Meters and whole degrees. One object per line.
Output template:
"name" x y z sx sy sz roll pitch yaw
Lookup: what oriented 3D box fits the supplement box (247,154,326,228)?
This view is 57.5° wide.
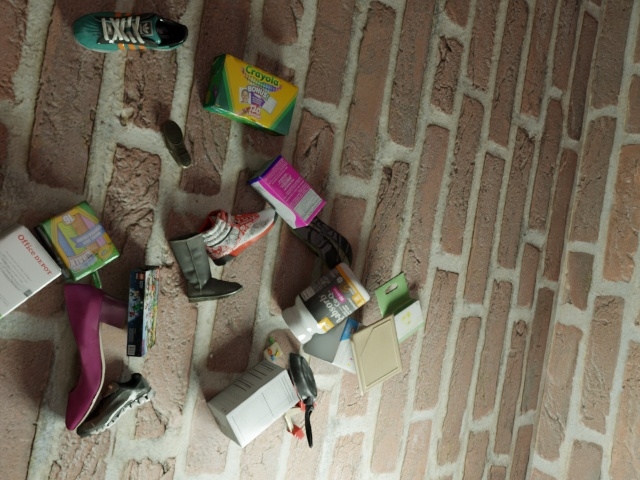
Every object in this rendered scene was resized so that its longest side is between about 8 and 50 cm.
"supplement box" -0.108 -0.154 1.885 0.220 0.111 0.114 47 67 -17

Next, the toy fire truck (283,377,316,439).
"toy fire truck" -0.087 0.589 2.050 0.135 0.047 0.192 -44 119 -26

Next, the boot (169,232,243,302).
"boot" -0.341 0.076 1.752 0.189 0.076 0.209 -9 99 -2

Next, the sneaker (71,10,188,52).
"sneaker" -0.499 -0.565 1.564 0.302 0.121 0.108 -13 103 -36

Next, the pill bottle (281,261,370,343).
"pill bottle" 0.015 0.213 1.969 0.278 0.162 0.162 -37 119 0

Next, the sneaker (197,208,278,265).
"sneaker" -0.258 -0.055 1.823 0.270 0.090 0.145 -42 120 -24

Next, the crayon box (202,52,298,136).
"crayon box" -0.213 -0.447 1.821 0.278 0.081 0.166 15 86 -37

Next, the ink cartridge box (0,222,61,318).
"ink cartridge box" -0.783 0.082 1.433 0.219 0.092 0.160 -42 118 -27

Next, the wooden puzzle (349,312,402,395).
"wooden puzzle" 0.192 0.391 2.038 0.238 0.044 0.221 -22 107 -40

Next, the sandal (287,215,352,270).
"sandal" 0.000 -0.002 2.039 0.303 0.086 0.120 46 73 -15

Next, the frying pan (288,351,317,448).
"frying pan" -0.055 0.496 1.923 0.053 0.326 0.197 -22 113 6

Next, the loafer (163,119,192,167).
"loafer" -0.424 -0.276 1.701 0.056 0.050 0.148 -19 91 -38

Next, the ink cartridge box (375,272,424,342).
"ink cartridge box" 0.318 0.271 2.325 0.171 0.056 0.235 -28 113 -31

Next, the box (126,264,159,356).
"box" -0.493 0.191 1.629 0.044 0.159 0.233 4 93 -2

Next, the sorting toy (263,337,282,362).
"sorting toy" -0.165 0.373 1.989 0.062 0.012 0.083 -34 115 -30

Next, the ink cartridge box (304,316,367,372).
"ink cartridge box" 0.100 0.376 2.094 0.232 0.168 0.171 30 76 -37

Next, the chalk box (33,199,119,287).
"chalk box" -0.616 0.024 1.508 0.132 0.132 0.213 -35 105 -30

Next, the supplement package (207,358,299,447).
"supplement package" -0.214 0.521 1.890 0.244 0.133 0.139 -33 113 -30

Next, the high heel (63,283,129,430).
"high heel" -0.656 0.307 1.560 0.181 0.127 0.377 22 79 -22

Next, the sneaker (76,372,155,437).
"sneaker" -0.585 0.451 1.639 0.234 0.078 0.106 -31 110 -35
